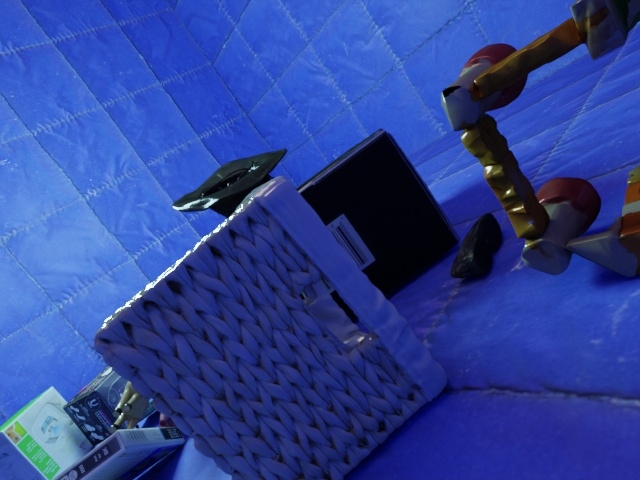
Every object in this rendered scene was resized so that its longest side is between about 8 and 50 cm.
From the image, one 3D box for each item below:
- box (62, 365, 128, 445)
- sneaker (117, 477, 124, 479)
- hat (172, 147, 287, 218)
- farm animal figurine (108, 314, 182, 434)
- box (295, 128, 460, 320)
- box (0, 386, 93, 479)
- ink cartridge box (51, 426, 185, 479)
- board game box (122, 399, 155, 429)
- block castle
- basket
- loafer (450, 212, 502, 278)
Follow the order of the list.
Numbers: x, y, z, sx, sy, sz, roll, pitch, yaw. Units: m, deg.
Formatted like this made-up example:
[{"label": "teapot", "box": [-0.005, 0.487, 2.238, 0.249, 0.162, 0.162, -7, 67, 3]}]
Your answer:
[{"label": "box", "box": [-0.667, 0.506, 1.378, 0.142, 0.164, 0.247, -30, 10, 13]}, {"label": "sneaker", "box": [-0.333, 0.449, 0.688, 0.082, 0.069, 0.209, -37, 3, -41]}, {"label": "hat", "box": [-0.206, -0.115, 1.089, 0.330, 0.134, 0.331, -23, 26, 12]}, {"label": "farm animal figurine", "box": [-0.337, 0.263, 0.936, 0.329, 0.327, 0.172, -19, 19, 7]}, {"label": "box", "box": [0.000, 0.000, 1.060, 0.479, 0.298, 0.472, -36, 10, 1]}, {"label": "box", "box": [-0.813, 0.599, 1.210, 0.126, 0.231, 0.262, -36, 8, -1]}, {"label": "ink cartridge box", "box": [-0.394, 0.431, 0.787, 0.208, 0.045, 0.206, -37, -24, -5]}, {"label": "board game box", "box": [-0.413, 0.423, 1.177, 0.259, 0.030, 0.136, -37, -9, -2]}, {"label": "block castle", "box": [0.387, -0.164, 0.426, 0.453, 0.303, 0.213, -25, 13, 48]}, {"label": "basket", "box": [-0.073, 0.129, 0.589, 0.266, 0.328, 0.331, -42, 10, -13]}, {"label": "loafer", "box": [0.277, 0.006, 0.751, 0.061, 0.062, 0.170, -34, 6, 46]}]
